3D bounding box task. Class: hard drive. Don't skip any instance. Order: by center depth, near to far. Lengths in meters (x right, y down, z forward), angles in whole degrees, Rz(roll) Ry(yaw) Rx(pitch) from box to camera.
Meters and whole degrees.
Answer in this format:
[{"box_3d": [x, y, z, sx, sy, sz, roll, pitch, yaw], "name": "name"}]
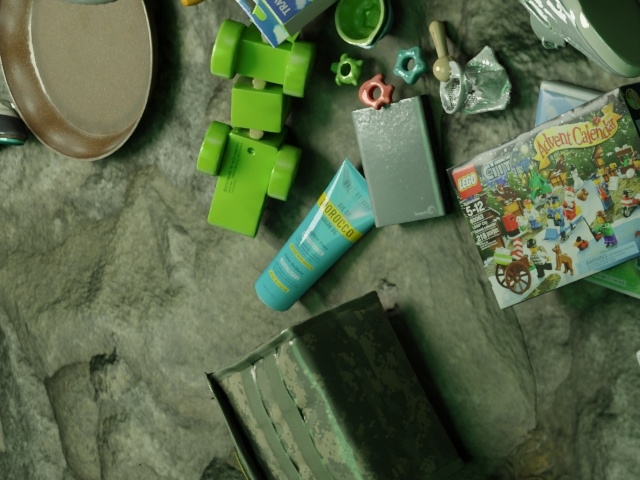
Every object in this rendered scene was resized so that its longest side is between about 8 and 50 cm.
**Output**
[{"box_3d": [0.090, -0.087, 1.823, 0.094, 0.022, 0.135, -10, 94, 37], "name": "hard drive"}]

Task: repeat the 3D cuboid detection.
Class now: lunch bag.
[{"box_3d": [-0.013, 0.222, 1.910, 0.287, 0.169, 0.235, -34, 81, 50], "name": "lunch bag"}]

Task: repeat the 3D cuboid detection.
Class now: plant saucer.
[{"box_3d": [-0.309, -0.260, 2.136, 0.311, 0.050, 0.310, 14, 111, 40], "name": "plant saucer"}]

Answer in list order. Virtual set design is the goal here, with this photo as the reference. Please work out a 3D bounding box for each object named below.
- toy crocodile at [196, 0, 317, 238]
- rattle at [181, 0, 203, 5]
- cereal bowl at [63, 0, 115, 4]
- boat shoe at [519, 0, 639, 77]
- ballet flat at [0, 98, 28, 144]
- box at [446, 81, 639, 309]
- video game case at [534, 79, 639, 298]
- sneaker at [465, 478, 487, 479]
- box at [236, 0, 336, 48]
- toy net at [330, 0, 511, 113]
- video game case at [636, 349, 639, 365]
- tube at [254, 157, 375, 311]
[{"box_3d": [-0.069, -0.155, 1.907, 0.115, 0.105, 0.340, 14, 120, 6], "name": "toy crocodile"}, {"box_3d": [-0.120, -0.380, 1.873, 0.130, 0.143, 0.199, 28, 127, 56], "name": "rattle"}, {"box_3d": [-0.222, -0.432, 1.910, 0.339, 0.141, 0.339, -29, 57, 57], "name": "cereal bowl"}, {"box_3d": [0.243, -0.233, 1.622, 0.227, 0.079, 0.081, 56, 140, 23], "name": "boat shoe"}, {"box_3d": [-0.453, -0.160, 2.263, 0.203, 0.074, 0.074, -5, 98, 62], "name": "ballet flat"}, {"box_3d": [0.249, -0.041, 1.646, 0.233, 0.044, 0.159, -26, 84, 43], "name": "box"}, {"box_3d": [0.300, -0.045, 1.646, 0.212, 0.023, 0.193, 20, 114, 38], "name": "video game case"}, {"box_3d": [0.116, 0.342, 1.811, 0.321, 0.124, 0.180, 8, 101, 4], "name": "sneaker"}, {"box_3d": [-0.013, -0.305, 1.787, 0.178, 0.042, 0.109, -38, 70, 1], "name": "box"}, {"box_3d": [0.099, -0.183, 1.761, 0.232, 0.045, 0.122, 33, 104, 35], "name": "toy net"}, {"box_3d": [0.432, 0.173, 1.578, 0.227, 0.026, 0.206, -25, 83, 44], "name": "video game case"}, {"box_3d": [0.000, 0.000, 1.923, 0.080, 0.052, 0.207, 46, 122, 8], "name": "tube"}]
